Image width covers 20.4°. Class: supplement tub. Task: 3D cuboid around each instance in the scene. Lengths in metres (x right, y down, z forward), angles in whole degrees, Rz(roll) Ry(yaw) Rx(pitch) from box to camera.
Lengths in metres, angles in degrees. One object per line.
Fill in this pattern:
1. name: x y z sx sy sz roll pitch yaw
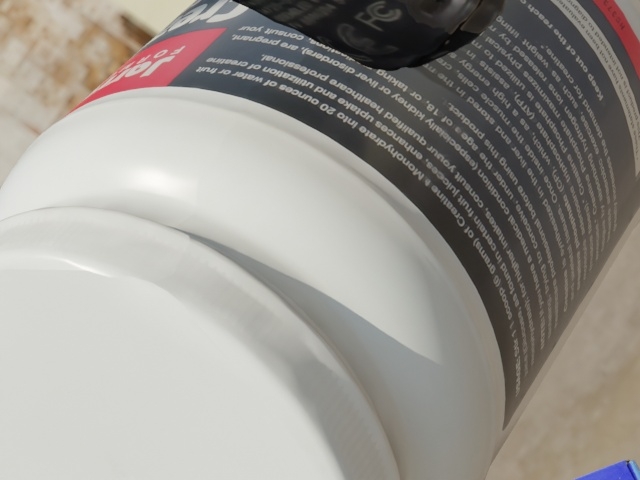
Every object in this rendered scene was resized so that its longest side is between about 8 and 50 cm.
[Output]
1. supplement tub: 0.000 0.000 0.644 0.191 0.191 0.272 -46 3 45

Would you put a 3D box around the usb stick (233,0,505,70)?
1. usb stick: -0.075 -0.119 0.478 0.077 0.278 0.045 -19 52 60

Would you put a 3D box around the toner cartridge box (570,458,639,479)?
1. toner cartridge box: 0.069 0.273 1.122 0.347 0.075 0.165 -21 34 2
